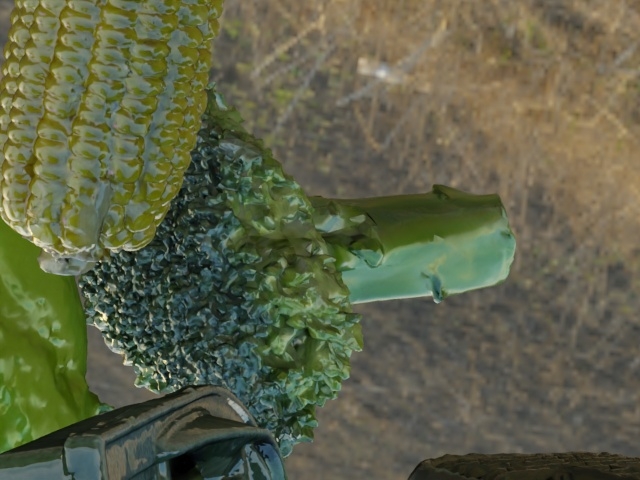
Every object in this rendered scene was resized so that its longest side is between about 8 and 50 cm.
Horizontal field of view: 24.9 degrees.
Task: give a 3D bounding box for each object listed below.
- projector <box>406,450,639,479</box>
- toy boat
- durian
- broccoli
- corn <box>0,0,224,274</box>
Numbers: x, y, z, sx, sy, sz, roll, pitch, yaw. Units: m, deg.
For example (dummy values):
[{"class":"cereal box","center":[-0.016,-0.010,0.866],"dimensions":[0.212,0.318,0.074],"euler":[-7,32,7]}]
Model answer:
[{"class":"projector","center":[0.214,0.327,0.685],"dimensions":[0.395,0.405,0.242],"euler":[8,-179,44]},{"class":"toy boat","center":[-0.048,0.127,0.557],"dimensions":[0.092,0.141,0.319],"euler":[-7,179,7]},{"class":"durian","center":[-0.277,0.011,0.932],"dimensions":[0.256,0.204,0.340],"euler":[11,119,39]},{"class":"broccoli","center":[-0.011,0.030,1.220],"dimensions":[0.397,0.353,0.275],"euler":[29,151,-21]},{"class":"corn","center":[-0.069,-0.101,0.532],"dimensions":[0.080,0.238,0.080],"euler":[16,-167,-4]}]
